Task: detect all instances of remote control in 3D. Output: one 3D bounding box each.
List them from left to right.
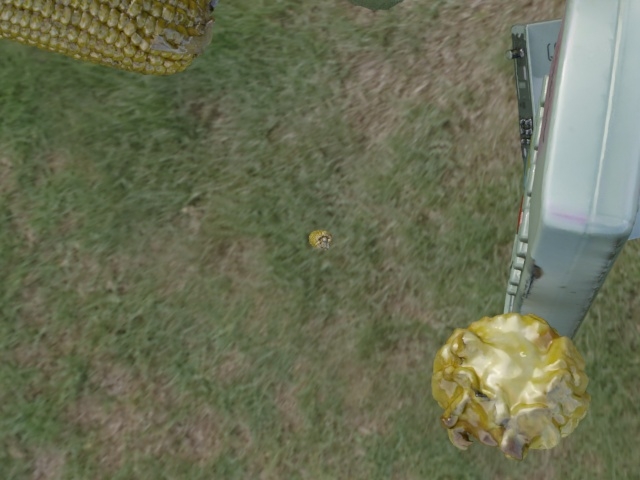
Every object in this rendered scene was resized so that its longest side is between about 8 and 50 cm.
[{"bbox_3d":[0.143,-0.021,0.666,0.050,0.344,0.145,9,73,9],"label":"remote control"}]

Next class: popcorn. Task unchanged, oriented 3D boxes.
[{"bbox_3d":[0.099,0.078,0.591,0.082,0.083,0.057,-3,143,8],"label":"popcorn"}]

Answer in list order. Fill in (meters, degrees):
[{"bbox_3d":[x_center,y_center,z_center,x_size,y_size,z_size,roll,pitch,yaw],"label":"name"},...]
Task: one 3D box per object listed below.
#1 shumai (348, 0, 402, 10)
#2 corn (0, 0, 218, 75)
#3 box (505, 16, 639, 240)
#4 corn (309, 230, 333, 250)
[{"bbox_3d":[0.062,-0.320,0.759,0.395,0.395,0.348,31,126,4],"label":"shumai"},{"bbox_3d":[-0.224,-0.201,0.923,0.293,0.106,0.106,7,108,-27],"label":"corn"},{"bbox_3d":[0.315,-0.127,1.310,0.211,0.045,0.270,-13,103,-17],"label":"box"},{"bbox_3d":[0.000,0.000,1.571,0.027,0.083,0.028,8,89,-9],"label":"corn"}]
